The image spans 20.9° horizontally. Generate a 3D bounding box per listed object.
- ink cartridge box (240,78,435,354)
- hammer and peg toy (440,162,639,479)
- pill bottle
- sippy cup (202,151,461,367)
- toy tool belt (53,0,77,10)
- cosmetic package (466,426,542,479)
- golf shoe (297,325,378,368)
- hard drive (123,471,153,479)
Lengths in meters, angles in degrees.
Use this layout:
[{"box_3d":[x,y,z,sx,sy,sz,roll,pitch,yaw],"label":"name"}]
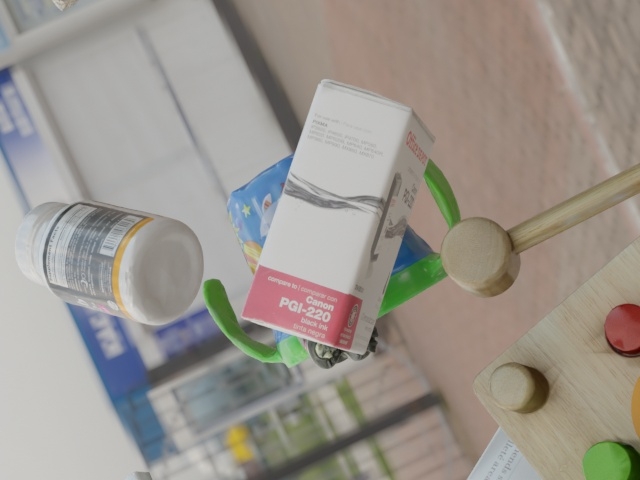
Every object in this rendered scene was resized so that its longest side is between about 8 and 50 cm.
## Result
[{"box_3d":[0.020,-0.017,1.532,0.158,0.092,0.218,30,-103,-77],"label":"ink cartridge box"},{"box_3d":[0.254,0.079,1.312,0.361,0.266,0.127,53,-169,20],"label":"hammer and peg toy"},{"box_3d":[-0.322,0.026,2.609,0.278,0.162,0.162,12,135,41],"label":"pill bottle"},{"box_3d":[0.004,0.004,2.124,0.224,0.305,0.240,59,167,3],"label":"sippy cup"},{"box_3d":[-0.303,-0.326,2.130,0.052,0.083,0.051,43,173,40],"label":"toy tool belt"},{"box_3d":[0.402,0.359,1.964,0.327,0.329,0.393,38,173,-40],"label":"cosmetic package"},{"box_3d":[0.000,0.000,1.891,0.120,0.105,0.273,-153,63,-67],"label":"golf shoe"},{"box_3d":[-0.240,0.492,2.312,0.040,0.203,0.307,12,-139,-50],"label":"hard drive"}]
